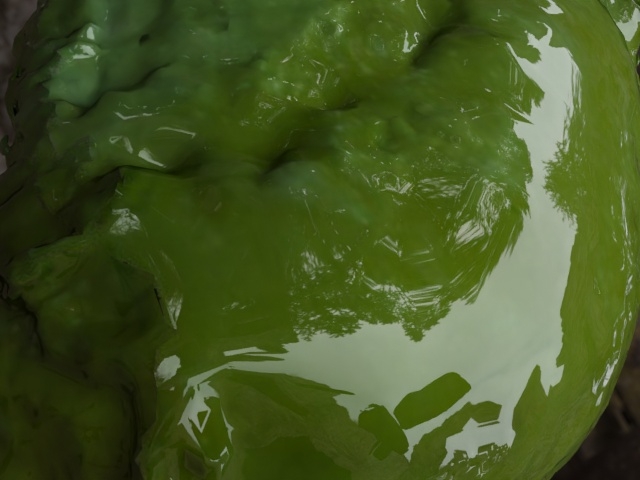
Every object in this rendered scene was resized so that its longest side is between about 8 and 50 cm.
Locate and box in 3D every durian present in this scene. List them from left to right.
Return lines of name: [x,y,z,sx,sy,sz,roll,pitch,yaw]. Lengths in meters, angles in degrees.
durian: [0.000,0.000,0.588,0.255,0.204,0.340,23,44,-15]
